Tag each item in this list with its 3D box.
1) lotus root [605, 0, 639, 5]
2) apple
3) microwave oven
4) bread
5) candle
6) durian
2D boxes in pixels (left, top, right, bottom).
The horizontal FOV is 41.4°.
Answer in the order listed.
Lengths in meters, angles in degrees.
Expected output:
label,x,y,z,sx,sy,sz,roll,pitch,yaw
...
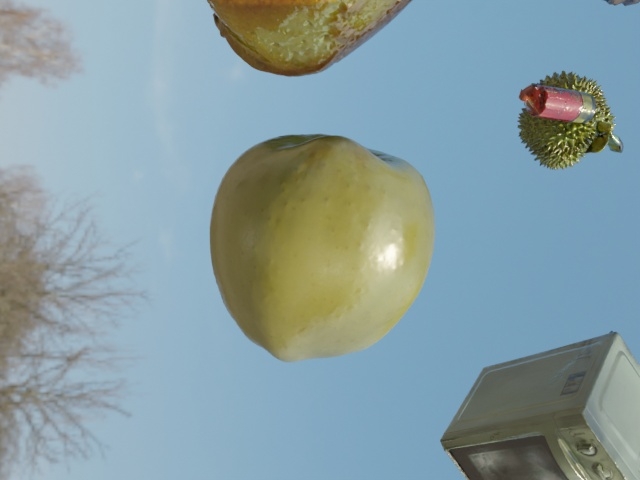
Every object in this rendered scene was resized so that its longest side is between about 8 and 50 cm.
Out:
label,x,y,z,sx,sy,sz,roll,pitch,yaw
lotus root,0.308,-0.355,0.804,0.110,0.097,0.259,11,-55,18
apple,0.000,0.000,0.696,0.200,0.200,0.200,-8,-99,59
microwave oven,0.274,0.219,0.992,0.205,0.163,0.129,-25,-76,46
bread,-0.012,-0.310,0.877,0.268,0.145,0.269,-9,-113,21
candle,0.356,-0.210,1.293,0.052,0.130,0.052,-176,-90,-65
durian,0.411,-0.203,1.444,0.159,0.146,0.198,-33,-157,30
